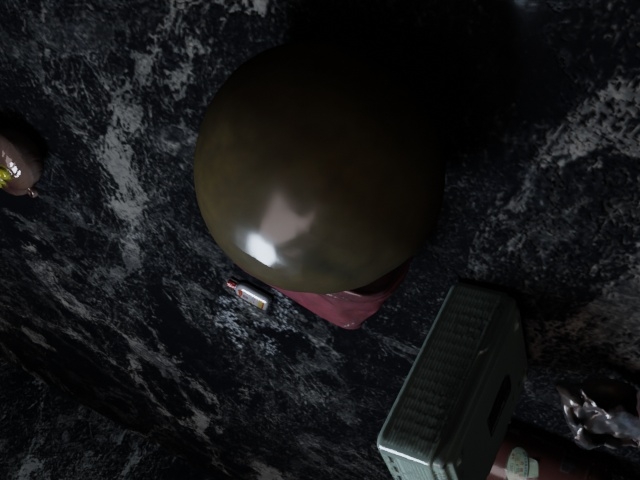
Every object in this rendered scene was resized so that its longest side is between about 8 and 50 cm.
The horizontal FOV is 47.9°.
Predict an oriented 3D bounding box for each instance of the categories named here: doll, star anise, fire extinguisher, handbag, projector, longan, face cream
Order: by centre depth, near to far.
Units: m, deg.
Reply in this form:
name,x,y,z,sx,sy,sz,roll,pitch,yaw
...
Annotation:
name,x,y,z,sx,sy,sz,roll,pitch,yaw
longan,-0.001,-0.070,0.713,0.258,0.258,0.258,22,148,14
handbag,0.000,0.000,0.896,0.225,0.146,0.135,31,153,3
star anise,0.428,0.237,0.912,0.258,0.110,0.198,33,150,-17
projector,0.185,0.210,0.932,0.099,0.256,0.192,13,145,30
fire extinguisher,0.374,0.369,1.154,0.344,0.102,0.138,17,145,22
doll,-0.540,-0.149,1.200,0.188,0.096,0.145,37,143,8
face cream,-0.125,0.092,1.258,0.083,0.021,0.040,28,148,5
